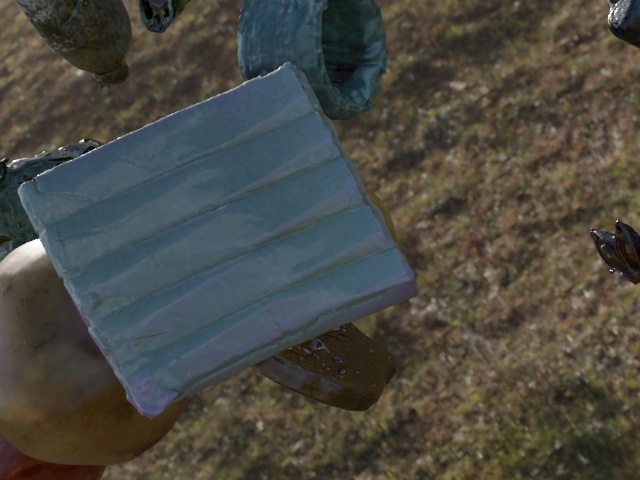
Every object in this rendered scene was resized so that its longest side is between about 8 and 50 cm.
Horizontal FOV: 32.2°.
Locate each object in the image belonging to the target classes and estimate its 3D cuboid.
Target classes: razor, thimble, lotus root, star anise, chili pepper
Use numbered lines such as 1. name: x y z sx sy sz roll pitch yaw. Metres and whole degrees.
1. razor: 0.421 -0.264 1.373 0.054 0.148 0.090 -28 47 50
2. thimble: -0.013 -0.274 1.539 0.143 0.235 0.198 5 49 35
3. lotus root: -0.442 -0.426 1.984 0.175 0.349 0.175 -26 29 15
4. star anise: 0.483 0.027 1.628 0.212 0.157 0.053 35 64 31
5. chili pepper: -0.198 -0.426 1.616 0.099 0.136 0.270 -11 33 23

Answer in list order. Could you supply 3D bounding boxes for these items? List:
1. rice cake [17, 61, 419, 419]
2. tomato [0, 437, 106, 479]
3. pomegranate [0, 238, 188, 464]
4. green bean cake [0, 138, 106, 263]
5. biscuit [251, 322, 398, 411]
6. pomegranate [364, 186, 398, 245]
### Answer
1. rice cake: -0.065 -0.002 0.688 0.198 0.189 0.037 -31 -11 5
2. tomato: -0.467 0.280 1.676 0.322 0.321 0.321 -30 29 18
3. pomegranate: -0.240 0.106 1.163 0.270 0.229 0.252 -25 58 56
4. green bean cake: -0.345 0.001 1.519 0.156 0.246 0.250 -28 -1 42
5. biscuit: -0.032 0.137 1.501 0.049 0.273 0.257 -60 -9 18
6. pomegranate: 0.000 0.000 1.845 0.260 0.260 0.260 -30 29 18
